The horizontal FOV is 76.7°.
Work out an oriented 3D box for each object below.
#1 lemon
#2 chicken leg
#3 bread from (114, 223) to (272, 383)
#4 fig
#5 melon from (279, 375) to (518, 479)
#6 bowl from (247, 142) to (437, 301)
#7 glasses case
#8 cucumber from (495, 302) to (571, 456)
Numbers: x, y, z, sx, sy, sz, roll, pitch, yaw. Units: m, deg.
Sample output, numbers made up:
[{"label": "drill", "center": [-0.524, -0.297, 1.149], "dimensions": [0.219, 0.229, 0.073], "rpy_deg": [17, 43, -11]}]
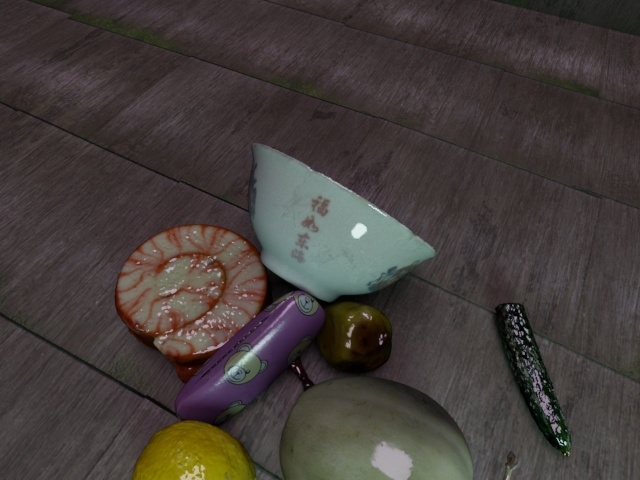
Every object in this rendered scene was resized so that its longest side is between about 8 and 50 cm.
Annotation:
[{"label": "lemon", "center": [-0.199, 0.382, 0.639], "dimensions": [0.193, 0.181, 0.181], "rpy_deg": [-3, 48, 36]}, {"label": "chicken leg", "center": [-0.060, 0.208, 0.842], "dimensions": [0.092, 0.053, 0.205], "rpy_deg": [8, 58, -14]}, {"label": "bread", "center": [-0.260, 0.110, 0.862], "dimensions": [0.327, 0.114, 0.295], "rpy_deg": [33, 60, 20]}, {"label": "fig", "center": [0.060, 0.187, 0.803], "dimensions": [0.165, 0.144, 0.154], "rpy_deg": [20, 24, 33]}, {"label": "melon", "center": [0.086, 0.343, 0.627], "dimensions": [0.271, 0.272, 0.307], "rpy_deg": [-37, 46, -24]}, {"label": "bowl", "center": [0.000, 0.000, 0.836], "dimensions": [0.434, 0.435, 0.196], "rpy_deg": [30, 90, 18]}, {"label": "glasses case", "center": [-0.124, 0.218, 0.741], "dimensions": [0.316, 0.123, 0.076], "rpy_deg": [-43, 44, -5]}, {"label": "cucumber", "center": [0.418, 0.265, 0.801], "dimensions": [0.067, 0.068, 0.294], "rpy_deg": [-3, 57, -3]}]
